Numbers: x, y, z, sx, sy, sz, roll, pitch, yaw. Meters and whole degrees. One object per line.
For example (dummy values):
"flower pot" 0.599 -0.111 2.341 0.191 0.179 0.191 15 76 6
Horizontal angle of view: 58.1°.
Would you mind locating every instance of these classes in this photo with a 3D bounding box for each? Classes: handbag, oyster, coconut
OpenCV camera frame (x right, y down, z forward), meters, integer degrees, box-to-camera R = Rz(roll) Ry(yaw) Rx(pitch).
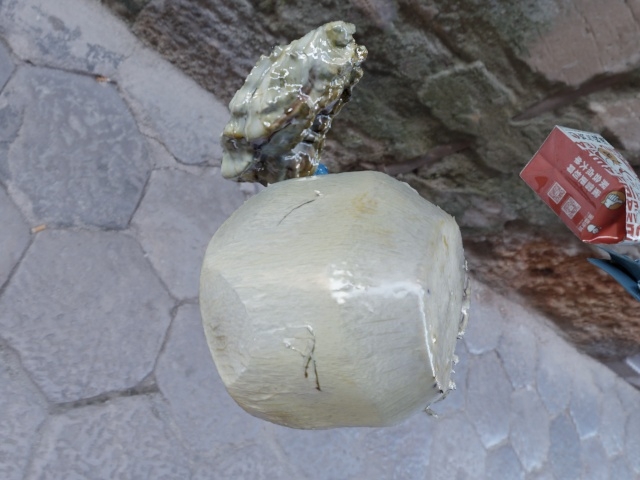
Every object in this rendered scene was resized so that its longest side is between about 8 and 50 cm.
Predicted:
"handbag" 0.544 0.068 0.924 0.221 0.144 0.057 12 110 -33
"oyster" -0.052 -0.204 0.961 0.201 0.355 0.107 11 38 -23
"coconut" 0.005 0.077 0.781 0.346 0.360 0.347 8 81 -64
"handbag" 0.588 -0.100 1.205 0.171 0.151 0.298 1 42 -34

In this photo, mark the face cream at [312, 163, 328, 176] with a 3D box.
"face cream" 0.000 0.000 1.192 0.080 0.163 0.337 28 51 -55
